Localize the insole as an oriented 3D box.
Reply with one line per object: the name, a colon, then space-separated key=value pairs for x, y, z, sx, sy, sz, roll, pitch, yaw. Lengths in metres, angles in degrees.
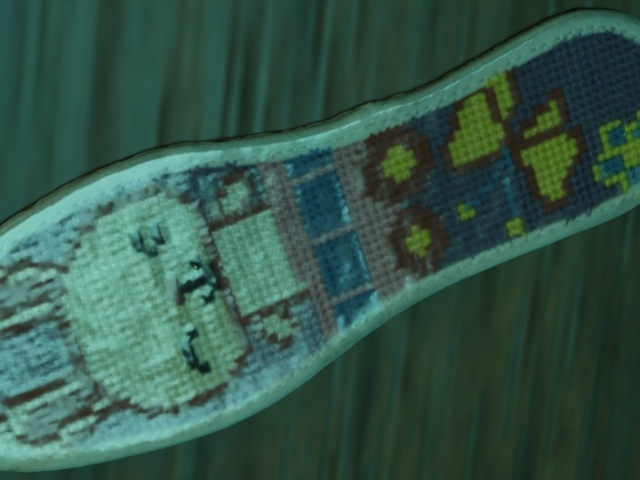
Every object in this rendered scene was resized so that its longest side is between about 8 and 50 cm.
insole: x=0.000 y=0.000 z=0.350 sx=0.197 sy=0.004 sz=0.065 roll=-22 pitch=107 yaw=-15
